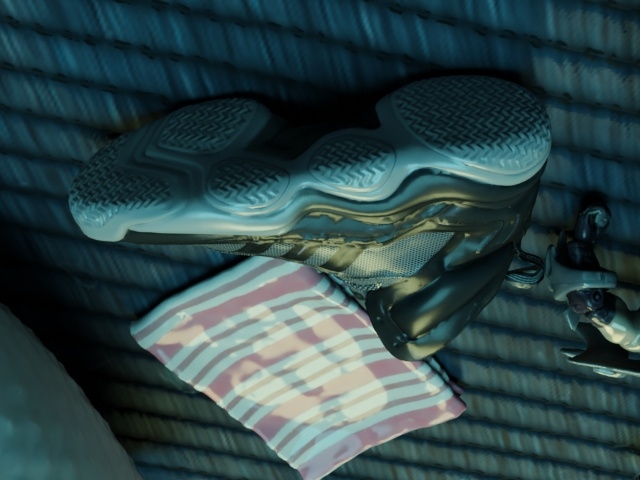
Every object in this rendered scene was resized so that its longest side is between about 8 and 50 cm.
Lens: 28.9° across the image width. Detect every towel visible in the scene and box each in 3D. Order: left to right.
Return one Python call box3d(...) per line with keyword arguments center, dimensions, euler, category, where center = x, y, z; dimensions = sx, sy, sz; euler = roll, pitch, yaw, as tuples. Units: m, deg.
box3d(center=(-0.013, 0.086, 0.840), dimensions=(0.144, 0.029, 0.197), euler=(-30, 124, 26), category="towel")

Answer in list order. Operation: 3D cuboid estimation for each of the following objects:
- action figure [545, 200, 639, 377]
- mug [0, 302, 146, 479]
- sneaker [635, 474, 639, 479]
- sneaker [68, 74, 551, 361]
box3d(center=(0.227, -0.004, 0.702), dimensions=(0.185, 0.099, 0.285), euler=(-6, 136, 0), category="action figure")
box3d(center=(-0.307, 0.151, 0.786), dimensions=(0.374, 0.276, 0.328), euler=(8, 135, 40), category="mug")
box3d(center=(0.352, 0.140, 0.826), dimensions=(0.299, 0.121, 0.112), euler=(-17, 100, 19), category="sneaker")
box3d(center=(0.000, 0.000, 0.709), dimensions=(0.269, 0.101, 0.153), euler=(-7, 129, 7), category="sneaker")
